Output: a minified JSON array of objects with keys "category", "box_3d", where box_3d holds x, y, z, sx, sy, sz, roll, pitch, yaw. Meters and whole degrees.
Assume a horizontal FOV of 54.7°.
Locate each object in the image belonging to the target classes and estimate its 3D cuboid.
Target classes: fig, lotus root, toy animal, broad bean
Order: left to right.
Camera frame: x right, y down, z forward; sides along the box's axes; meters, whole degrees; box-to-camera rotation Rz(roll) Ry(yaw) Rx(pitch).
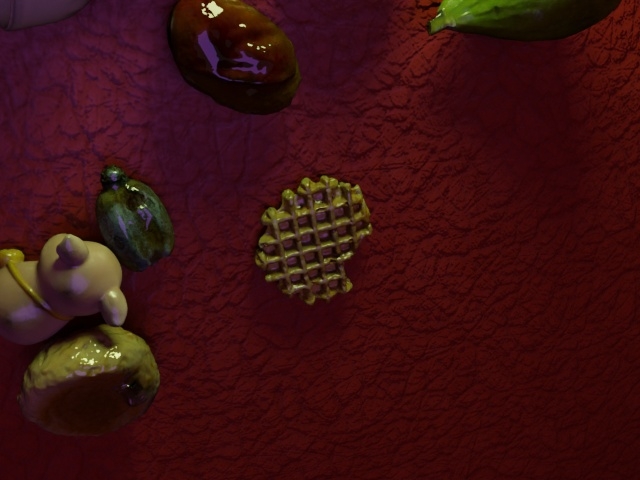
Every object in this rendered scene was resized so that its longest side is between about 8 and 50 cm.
[{"category":"toy animal","box_3d":[-0.446,0.080,1.015,0.248,0.149,0.165,-24,126,15]},{"category":"lotus root","box_3d":[-0.317,-0.037,1.041,0.113,0.088,0.192,-27,118,-16]},{"category":"broad bean","box_3d":[-0.135,-0.290,0.975,0.228,0.122,0.156,26,91,-31]},{"category":"fig","box_3d":[0.341,-0.449,1.022,0.314,0.233,0.233,-2,114,-14]}]

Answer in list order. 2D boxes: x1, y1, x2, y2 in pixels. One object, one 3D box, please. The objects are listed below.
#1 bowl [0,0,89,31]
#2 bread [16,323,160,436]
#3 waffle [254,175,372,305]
[{"category":"bowl","box_3d":[-0.347,-0.407,0.774,0.145,0.277,0.277,-14,118,-29]},{"category":"bread","box_3d":[-0.399,0.237,1.086,0.244,0.134,0.244,-15,137,-14]},{"category":"waffle","box_3d":[0.000,0.000,1.192,0.253,0.056,0.249,-46,120,2]}]
